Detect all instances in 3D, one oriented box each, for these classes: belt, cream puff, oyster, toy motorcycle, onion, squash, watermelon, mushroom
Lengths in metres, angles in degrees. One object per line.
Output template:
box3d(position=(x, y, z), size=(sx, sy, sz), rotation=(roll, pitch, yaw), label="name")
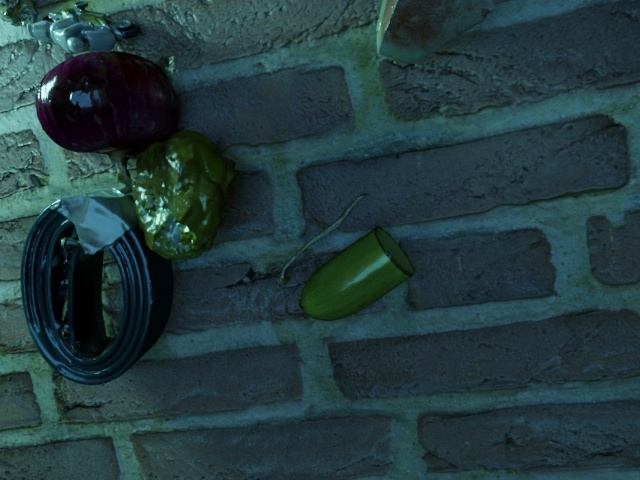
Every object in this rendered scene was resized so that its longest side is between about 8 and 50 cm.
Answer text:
box3d(position=(-0.504, 0.101, 1.322), size=(0.300, 0.173, 0.436), rotation=(3, 104, 3), label="belt")
box3d(position=(-0.272, -0.092, 1.229), size=(0.282, 0.185, 0.281), rotation=(5, 97, 42), label="cream puff")
box3d(position=(-0.702, -0.572, 1.304), size=(0.108, 0.053, 0.165), rotation=(14, 110, 20), label="oyster")
box3d(position=(-0.516, -0.449, 1.243), size=(0.229, 0.151, 0.074), rotation=(10, 135, 5), label="toy motorcycle")
box3d(position=(-0.450, -0.285, 1.213), size=(0.256, 0.230, 0.272), rotation=(-36, 85, 15), label="onion")
box3d(position=(0.063, 0.089, 1.223), size=(0.247, 0.132, 0.132), rotation=(-37, 91, 18), label="squash")
box3d(position=(0.201, -0.490, 1.050), size=(0.193, 0.232, 0.310), rotation=(32, 89, -30), label="watermelon")
box3d(position=(-0.005, -0.004, 1.274), size=(0.028, 0.026, 0.286), rotation=(39, 104, -13), label="mushroom")

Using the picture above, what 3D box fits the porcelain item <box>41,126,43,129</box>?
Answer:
box3d(position=(-0.613, -0.253, 1.353), size=(0.083, 0.028, 0.036), rotation=(27, 102, 5), label="porcelain item")
